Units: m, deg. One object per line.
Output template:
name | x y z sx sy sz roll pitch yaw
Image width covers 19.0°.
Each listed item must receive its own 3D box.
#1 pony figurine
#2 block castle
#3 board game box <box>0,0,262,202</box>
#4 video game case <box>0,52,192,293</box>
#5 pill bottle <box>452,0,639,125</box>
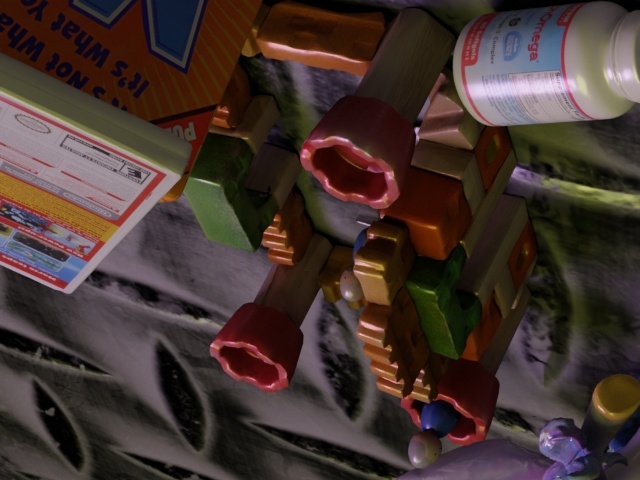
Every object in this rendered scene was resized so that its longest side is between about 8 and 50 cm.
pony figurine | 0.257 0.257 1.779 0.303 0.351 0.363 55 161 21
block castle | 0.000 0.000 1.669 0.303 0.213 0.453 13 149 26
board game box | -0.264 -0.253 1.272 0.356 0.356 0.356 -4 147 46
video game case | -0.212 -0.050 1.186 0.204 0.025 0.285 25 157 -13
pill bottle | 0.184 -0.131 1.412 0.160 0.087 0.087 -1 141 43
